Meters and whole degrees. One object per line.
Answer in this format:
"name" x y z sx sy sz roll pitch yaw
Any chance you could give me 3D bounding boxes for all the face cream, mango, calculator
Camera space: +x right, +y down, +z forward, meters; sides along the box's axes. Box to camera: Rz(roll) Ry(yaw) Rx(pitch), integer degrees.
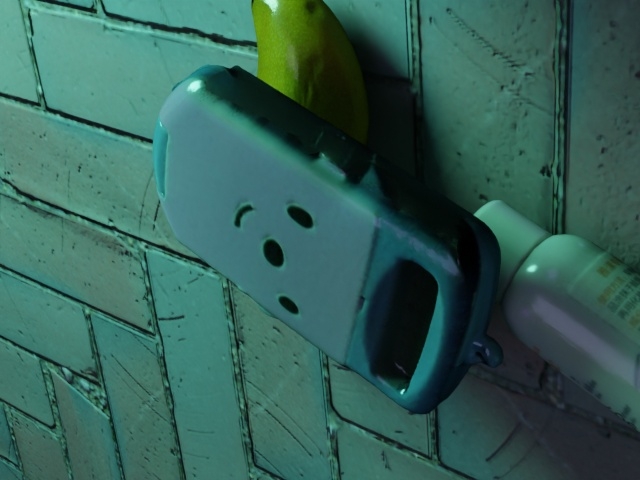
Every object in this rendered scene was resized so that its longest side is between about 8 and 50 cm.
"face cream" 0.196 0.069 0.714 0.269 0.082 0.082 38 136 22
"mango" -0.010 -0.089 0.822 0.098 0.075 0.190 15 119 33
"calculator" 0.000 0.000 0.771 0.293 0.051 0.173 34 139 22

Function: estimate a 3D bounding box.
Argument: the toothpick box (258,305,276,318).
"toothpick box" -0.025 0.016 0.920 0.052 0.052 0.083 29 134 28
